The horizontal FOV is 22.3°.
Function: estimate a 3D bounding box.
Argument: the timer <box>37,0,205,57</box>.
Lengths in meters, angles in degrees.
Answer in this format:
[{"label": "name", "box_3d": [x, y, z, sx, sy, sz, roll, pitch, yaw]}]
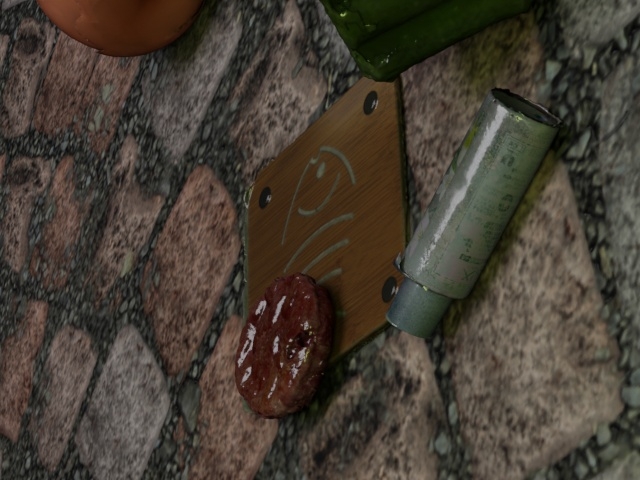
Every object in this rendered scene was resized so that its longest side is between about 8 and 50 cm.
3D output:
[{"label": "timer", "box_3d": [-0.250, -0.347, 2.020, 0.215, 0.229, 0.229, 47, 117, 49]}]

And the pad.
[{"label": "pad", "box_3d": [0.000, 0.000, 1.589, 0.286, 0.018, 0.284, -39, 43, 46]}]

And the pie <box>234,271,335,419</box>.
[{"label": "pie", "box_3d": [-0.034, 0.101, 1.539, 0.153, 0.038, 0.153, -43, 38, 47]}]

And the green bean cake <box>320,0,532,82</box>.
[{"label": "green bean cake", "box_3d": [0.043, -0.337, 1.358, 0.218, 0.335, 0.319, -28, 52, 6]}]

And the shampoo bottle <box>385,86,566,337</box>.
[{"label": "shampoo bottle", "box_3d": [0.118, -0.018, 1.321, 0.214, 0.072, 0.072, -63, 29, 19]}]
